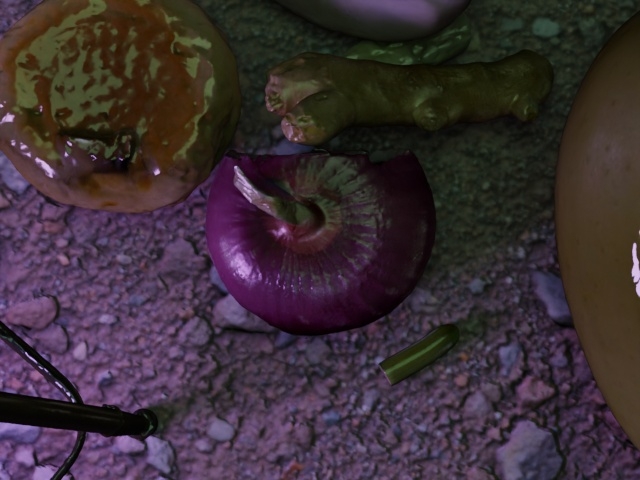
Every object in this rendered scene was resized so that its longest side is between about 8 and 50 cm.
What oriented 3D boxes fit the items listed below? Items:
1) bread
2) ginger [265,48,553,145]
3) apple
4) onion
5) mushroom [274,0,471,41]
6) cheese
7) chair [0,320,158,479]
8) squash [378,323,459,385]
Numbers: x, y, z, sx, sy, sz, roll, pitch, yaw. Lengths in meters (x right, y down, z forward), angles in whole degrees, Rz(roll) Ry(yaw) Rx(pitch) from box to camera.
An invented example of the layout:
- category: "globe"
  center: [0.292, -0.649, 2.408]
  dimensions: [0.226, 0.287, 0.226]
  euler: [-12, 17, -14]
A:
- category: "bread"
  center: [-0.190, -0.133, 1.638]
  dimensions: [0.244, 0.134, 0.244]
  euler: [0, 83, 4]
- category: "ginger"
  center: [0.090, -0.142, 1.617]
  dimensions: [0.299, 0.065, 0.118]
  euler: [-7, 46, -20]
- category: "apple"
  center: [0.416, -0.010, 1.450]
  dimensions: [0.474, 0.473, 0.473]
  euler: [0, 81, 2]
- category: "onion"
  center: [0.001, -0.001, 1.594]
  dimensions: [0.207, 0.200, 0.200]
  euler: [-8, 80, -16]
- category: "mushroom"
  center: [0.015, -0.386, 1.650]
  dimensions: [0.397, 0.224, 0.313]
  euler: [36, 67, 2]
- category: "cheese"
  center: [0.059, -0.171, 1.679]
  dimensions: [0.194, 0.043, 0.065]
  euler: [-32, 82, -3]
- category: "chair"
  center: [-0.409, 0.162, 1.456]
  dimensions: [0.362, 0.410, 0.364]
  euler: [41, 84, 7]
- category: "squash"
  center: [0.097, 0.107, 1.641]
  dimensions: [0.083, 0.027, 0.027]
  euler: [-30, 81, -4]
